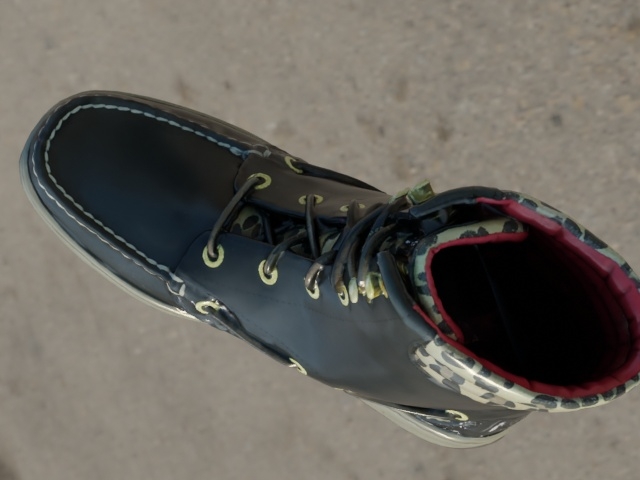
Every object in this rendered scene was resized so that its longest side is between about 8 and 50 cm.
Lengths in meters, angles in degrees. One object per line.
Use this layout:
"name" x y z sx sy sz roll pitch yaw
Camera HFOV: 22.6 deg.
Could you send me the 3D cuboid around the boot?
"boot" 0.002 -0.001 0.597 0.236 0.085 0.178 30 166 -6
